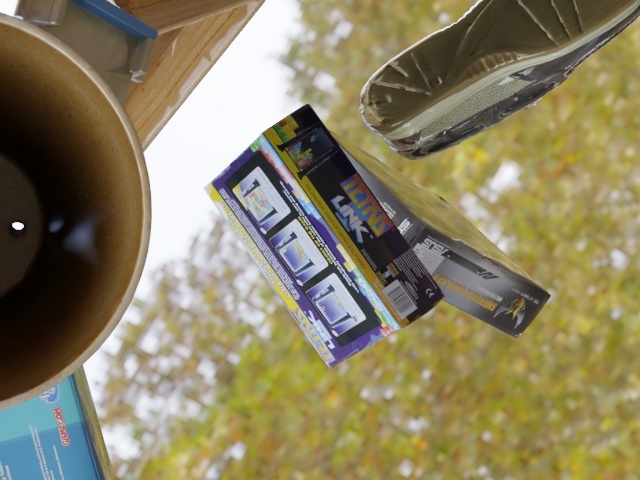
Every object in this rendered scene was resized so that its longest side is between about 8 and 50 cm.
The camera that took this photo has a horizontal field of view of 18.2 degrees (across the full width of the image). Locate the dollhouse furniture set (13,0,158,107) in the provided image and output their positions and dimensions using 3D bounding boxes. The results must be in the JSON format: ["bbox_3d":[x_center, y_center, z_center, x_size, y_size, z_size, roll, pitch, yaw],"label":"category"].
[{"bbox_3d":[-0.329,-0.103,1.853,0.198,0.286,0.303,1,165,38],"label":"dollhouse furniture set"}]

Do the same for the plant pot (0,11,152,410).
[{"bbox_3d":[-0.231,-0.012,1.257,0.237,0.237,0.254,27,174,-6],"label":"plant pot"}]

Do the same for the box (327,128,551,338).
[{"bbox_3d":[0.089,-0.009,1.869,0.231,0.056,0.183,28,-167,-50],"label":"box"}]

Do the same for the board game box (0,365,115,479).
[{"bbox_3d":[-0.352,0.248,1.793,0.336,0.253,0.079,-14,-176,3],"label":"board game box"}]

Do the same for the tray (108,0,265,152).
[{"bbox_3d":[-0.233,-0.184,2.323,0.203,0.411,0.076,-25,-103,-38],"label":"tray"}]

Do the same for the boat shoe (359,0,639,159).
[{"bbox_3d":[0.137,-0.131,1.450,0.073,0.224,0.080,48,-164,-51],"label":"boat shoe"}]

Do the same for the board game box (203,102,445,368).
[{"bbox_3d":[0.000,0.000,1.453,0.048,0.141,0.170,-35,-90,-25],"label":"board game box"}]
